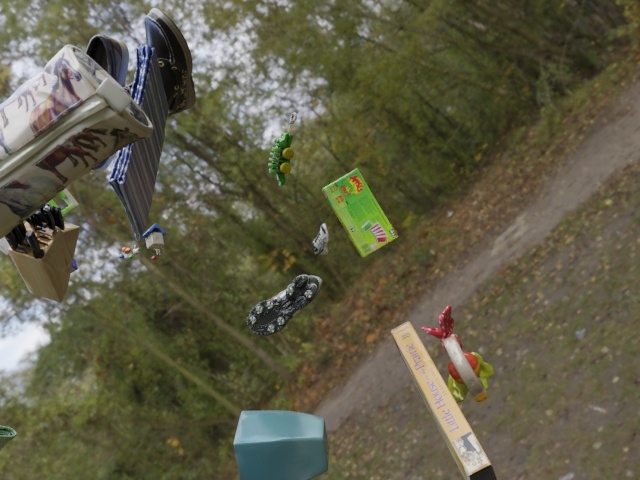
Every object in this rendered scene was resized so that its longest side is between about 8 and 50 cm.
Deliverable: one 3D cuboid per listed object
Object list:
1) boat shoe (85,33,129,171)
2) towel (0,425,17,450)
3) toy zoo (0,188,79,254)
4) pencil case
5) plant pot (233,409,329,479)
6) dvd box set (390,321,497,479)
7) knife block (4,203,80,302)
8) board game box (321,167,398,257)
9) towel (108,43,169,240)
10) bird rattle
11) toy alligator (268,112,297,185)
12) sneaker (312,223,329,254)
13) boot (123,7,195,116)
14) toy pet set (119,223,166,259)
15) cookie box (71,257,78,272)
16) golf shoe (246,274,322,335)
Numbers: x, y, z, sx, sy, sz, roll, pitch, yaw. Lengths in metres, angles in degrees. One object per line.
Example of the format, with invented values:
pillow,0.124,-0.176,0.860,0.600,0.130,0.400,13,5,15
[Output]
boat shoe,-0.469,-0.288,1.470,0.092,0.103,0.285,-1,-76,-75
towel,-0.723,0.386,1.251,0.325,0.248,0.038,-41,47,35
toy zoo,-0.822,-0.093,1.901,0.030,0.192,0.293,-26,15,46
pencil case,-0.429,-0.101,0.972,0.410,0.160,0.183,-35,32,4
plant pot,-0.099,0.566,1.934,0.234,0.165,0.165,-8,18,4
dvd box set,0.314,0.442,1.750,0.062,0.420,0.307,-27,-42,0
knife block,-0.673,0.034,1.666,0.242,0.088,0.275,-48,-25,-76
board game box,0.089,-0.061,1.604,0.092,0.181,0.043,-31,-1,-5
towel,-0.367,-0.200,1.447,0.243,0.040,0.335,96,179,-64
bird rattle,0.367,0.303,1.821,0.143,0.253,0.207,-22,19,2
toy alligator,-0.100,-0.232,1.783,0.056,0.051,0.189,28,112,55
sneaker,0.000,0.000,1.579,0.032,0.037,0.083,-100,8,-54
boot,-0.527,-0.475,2.110,0.284,0.138,0.377,-41,-22,-24
toy pet set,-0.511,0.003,2.056,0.122,0.065,0.114,6,-30,-45
cookie box,-0.719,0.060,1.903,0.107,0.091,0.040,-29,-25,4
golf shoe,-0.102,0.201,2.152,0.273,0.105,0.120,-35,-8,21
